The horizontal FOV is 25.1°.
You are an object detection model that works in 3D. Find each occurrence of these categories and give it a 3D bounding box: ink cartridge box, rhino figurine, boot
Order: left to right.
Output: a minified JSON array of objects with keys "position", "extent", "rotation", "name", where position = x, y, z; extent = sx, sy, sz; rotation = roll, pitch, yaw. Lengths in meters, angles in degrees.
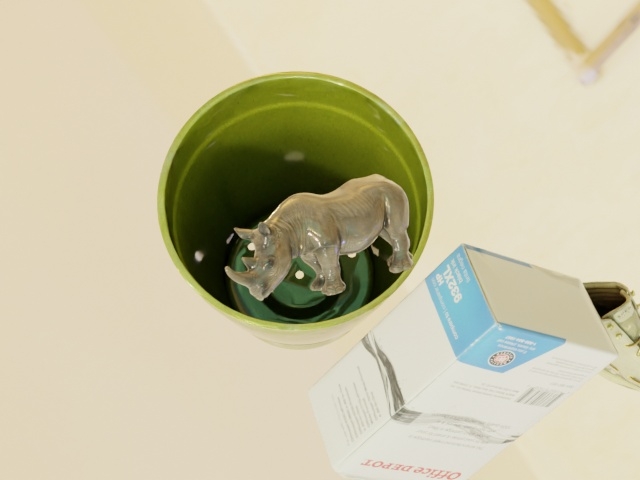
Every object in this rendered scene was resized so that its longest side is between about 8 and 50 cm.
[{"position":[0.000,0.000,1.486],"extent":[0.243,0.073,0.106],"rotation":[-17,-81,-34],"name":"rhino figurine"},{"position":[0.169,0.163,1.759],"extent":[0.223,0.307,0.129],"rotation":[15,-139,-39],"name":"ink cartridge box"},{"position":[0.418,0.132,1.839],"extent":[0.077,0.213,0.165],"rotation":[-52,-47,-21],"name":"boot"}]

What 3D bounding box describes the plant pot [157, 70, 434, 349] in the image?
[{"position":[-0.034,0.001,2.060],"extent":[0.366,0.353,0.366],"rotation":[0,-110,0],"name":"plant pot"}]
